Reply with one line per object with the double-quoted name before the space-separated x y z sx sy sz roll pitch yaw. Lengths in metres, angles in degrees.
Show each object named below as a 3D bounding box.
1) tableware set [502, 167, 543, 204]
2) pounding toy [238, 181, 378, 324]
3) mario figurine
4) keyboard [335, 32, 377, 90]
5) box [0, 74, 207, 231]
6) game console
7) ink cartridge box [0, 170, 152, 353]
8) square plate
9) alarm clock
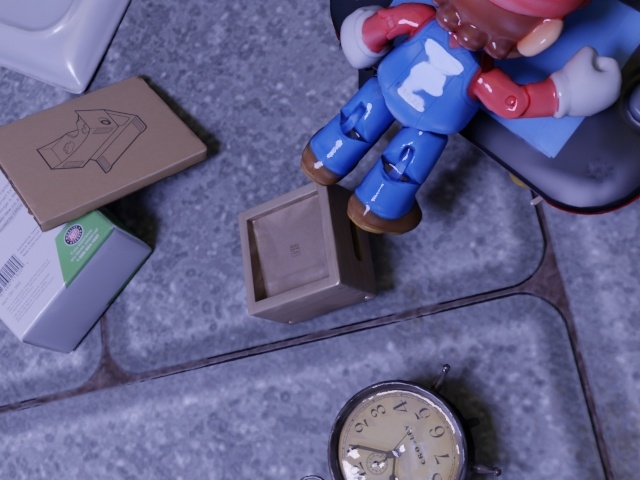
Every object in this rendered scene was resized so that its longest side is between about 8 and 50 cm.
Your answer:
"tableware set" 0.217 -0.112 0.819 0.104 0.024 0.154 -31 66 6
"pounding toy" 0.000 0.000 0.835 0.130 0.100 0.141 -20 66 29
"mario figurine" 0.130 -0.155 0.728 0.320 0.198 0.170 -50 23 30
"keyboard" 0.059 -0.247 0.906 0.100 0.038 0.192 -6 72 19
"box" -0.255 -0.106 0.925 0.201 0.021 0.164 -28 57 -25
"game console" 0.213 -0.250 0.751 0.386 0.060 0.342 43 114 23
"ink cartridge box" -0.329 -0.003 0.946 0.219 0.092 0.160 39 88 26
"square plate" -0.380 -0.398 1.104 0.344 0.049 0.347 21 83 24
"alarm clock" 0.059 0.205 0.761 0.192 0.064 0.129 -27 68 9
